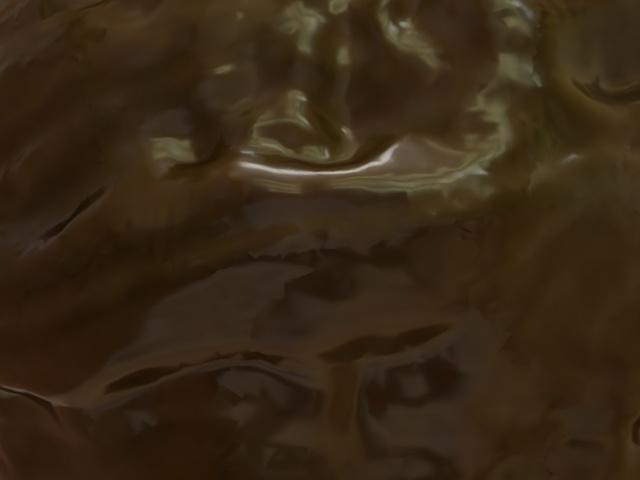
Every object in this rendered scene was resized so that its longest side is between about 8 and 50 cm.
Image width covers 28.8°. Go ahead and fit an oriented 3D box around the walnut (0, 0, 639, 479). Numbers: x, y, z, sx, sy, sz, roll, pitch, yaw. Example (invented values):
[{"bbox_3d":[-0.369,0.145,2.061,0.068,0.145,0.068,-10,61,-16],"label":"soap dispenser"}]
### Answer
[{"bbox_3d":[0.000,0.001,0.504,0.306,0.344,0.306,-16,90,-87],"label":"walnut"}]
